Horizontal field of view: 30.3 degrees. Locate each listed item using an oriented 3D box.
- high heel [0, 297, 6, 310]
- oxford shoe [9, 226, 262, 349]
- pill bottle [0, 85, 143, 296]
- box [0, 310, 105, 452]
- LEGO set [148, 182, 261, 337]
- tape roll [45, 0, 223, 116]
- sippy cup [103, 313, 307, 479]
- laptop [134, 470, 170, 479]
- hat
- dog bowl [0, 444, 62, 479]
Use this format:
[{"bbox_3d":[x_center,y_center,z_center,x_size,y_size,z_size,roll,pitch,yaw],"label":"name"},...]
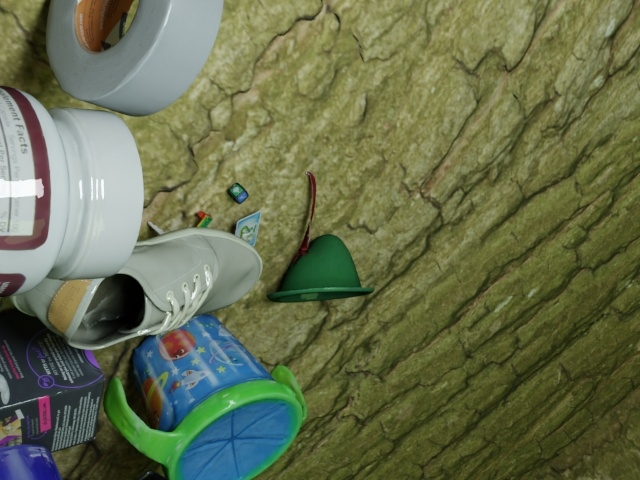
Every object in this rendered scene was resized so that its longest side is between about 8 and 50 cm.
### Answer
[{"bbox_3d":[-0.457,0.017,1.490,0.261,0.093,0.186,-35,134,-1],"label":"high heel"},{"bbox_3d":[-0.223,0.071,1.603,0.449,0.130,0.169,2,121,-56],"label":"oxford shoe"},{"bbox_3d":[-0.396,-0.051,1.197,0.392,0.224,0.224,0,130,-37],"label":"pill bottle"},{"bbox_3d":[-0.455,0.211,1.621,0.270,0.165,0.143,-12,139,-31],"label":"box"},{"bbox_3d":[-0.177,0.018,1.780,0.182,0.060,0.244,-27,147,-36],"label":"LEGO set"},{"bbox_3d":[-0.205,-0.249,1.286,0.072,0.219,0.219,16,119,-47],"label":"tape roll"},{"bbox_3d":[-0.180,0.243,1.851,0.240,0.224,0.305,-37,145,0],"label":"sippy cup"},{"bbox_3d":[-0.382,0.464,1.901,0.236,0.408,0.382,-65,148,-16],"label":"laptop"},{"bbox_3d":[0.000,0.000,1.916,0.173,0.183,0.208,0,171,-33],"label":"hat"},{"bbox_3d":[-0.470,0.377,1.582,0.265,0.104,0.265,-22,160,-8],"label":"dog bowl"}]
